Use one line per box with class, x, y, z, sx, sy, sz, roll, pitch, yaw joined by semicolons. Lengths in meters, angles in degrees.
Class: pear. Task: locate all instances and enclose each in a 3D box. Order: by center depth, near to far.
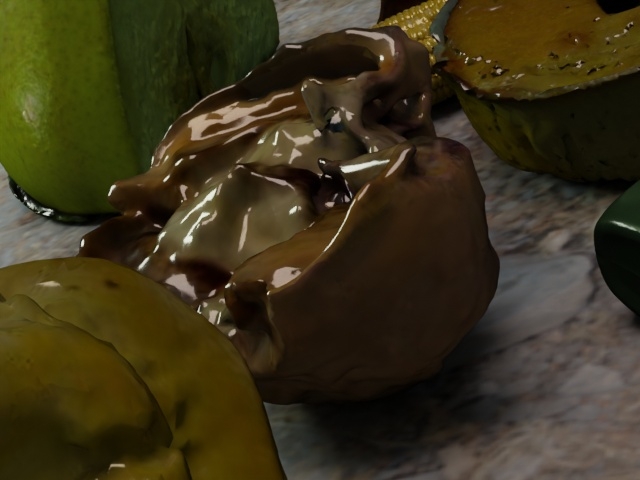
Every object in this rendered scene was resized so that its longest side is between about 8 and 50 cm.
pear;-0.162;-0.174;1.240;0.159;0.292;0.292;1;31;21

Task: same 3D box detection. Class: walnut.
walnut;-0.009;0.007;0.880;0.204;0.141;0.238;-29;26;9

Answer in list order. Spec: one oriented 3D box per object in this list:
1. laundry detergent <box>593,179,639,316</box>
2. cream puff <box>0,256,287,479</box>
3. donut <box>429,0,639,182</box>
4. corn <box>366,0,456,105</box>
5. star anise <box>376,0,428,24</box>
laundry detergent;0.244;-0.022;0.834;0.211;0.063;0.137;-28;29;-20
cream puff;-0.158;0.155;0.599;0.324;0.257;0.291;-18;-9;-3
donut;0.197;-0.123;1.031;0.272;0.107;0.272;-21;26;11
corn;0.065;-0.118;1.164;0.165;0.063;0.085;-26;49;-7
star anise;0.119;-0.239;1.318;0.212;0.111;0.196;-54;6;-6
